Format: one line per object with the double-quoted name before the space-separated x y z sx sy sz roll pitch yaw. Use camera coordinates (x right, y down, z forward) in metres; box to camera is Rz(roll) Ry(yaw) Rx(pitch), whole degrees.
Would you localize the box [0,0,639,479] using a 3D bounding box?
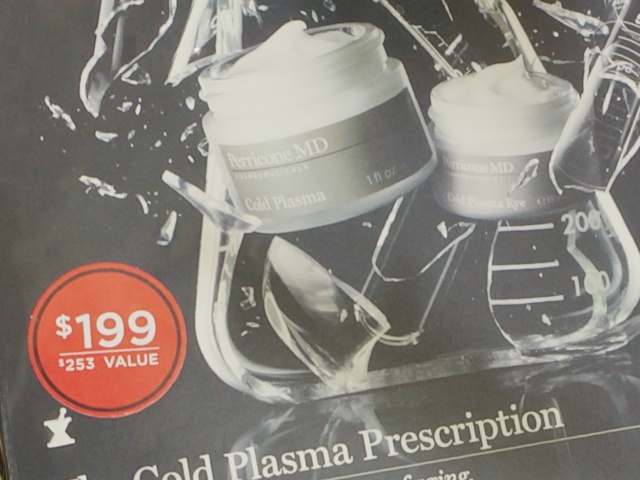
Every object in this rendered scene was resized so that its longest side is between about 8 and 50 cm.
"box" 0.000 0.000 0.882 0.179 0.343 0.312 118 -39 -71
